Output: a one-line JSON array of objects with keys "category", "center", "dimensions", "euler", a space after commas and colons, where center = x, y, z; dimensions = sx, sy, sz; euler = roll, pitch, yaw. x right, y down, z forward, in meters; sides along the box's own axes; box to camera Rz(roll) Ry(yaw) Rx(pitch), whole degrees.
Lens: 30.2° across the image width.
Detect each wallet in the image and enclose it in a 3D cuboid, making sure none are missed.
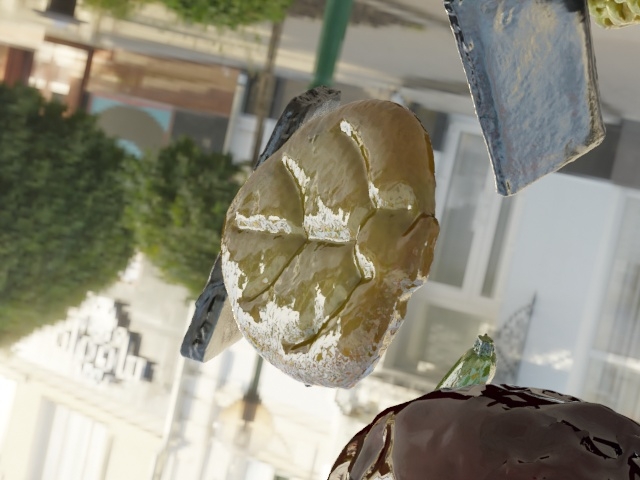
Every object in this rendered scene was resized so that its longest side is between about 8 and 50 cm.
[{"category": "wallet", "center": [0.213, -0.167, 1.181], "dimensions": [0.030, 0.146, 0.285], "euler": [50, 169, 43]}, {"category": "wallet", "center": [-0.059, -0.016, 1.257], "dimensions": [0.042, 0.310, 0.165], "euler": [26, -163, 7]}]

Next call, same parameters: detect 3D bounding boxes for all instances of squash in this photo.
[{"category": "squash", "center": [0.226, 0.237, 1.902], "dimensions": [0.066, 0.252, 0.066], "euler": [16, -136, -16]}]

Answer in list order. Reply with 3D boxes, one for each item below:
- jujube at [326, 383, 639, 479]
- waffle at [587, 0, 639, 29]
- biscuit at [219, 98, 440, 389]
[{"category": "jujube", "center": [0.154, 0.228, 0.532], "dimensions": [0.376, 0.258, 0.258], "euler": [35, 177, -17]}, {"category": "waffle", "center": [0.479, -0.318, 1.470], "dimensions": [0.309, 0.065, 0.283], "euler": [-11, -172, 7]}, {"category": "biscuit", "center": [-0.005, 0.000, 0.822], "dimensions": [0.041, 0.203, 0.260], "euler": [12, 178, -32]}]
